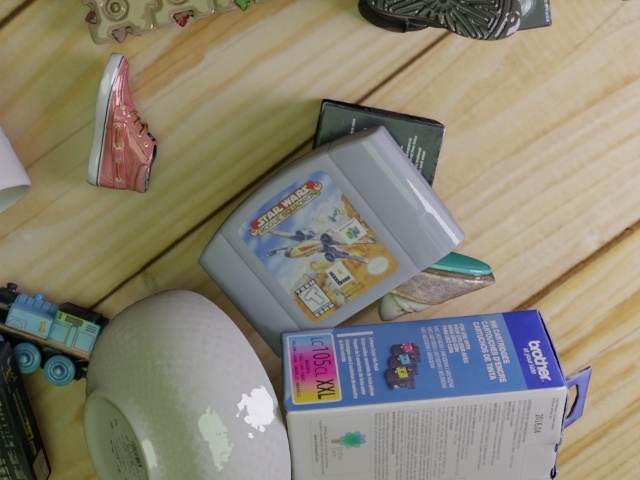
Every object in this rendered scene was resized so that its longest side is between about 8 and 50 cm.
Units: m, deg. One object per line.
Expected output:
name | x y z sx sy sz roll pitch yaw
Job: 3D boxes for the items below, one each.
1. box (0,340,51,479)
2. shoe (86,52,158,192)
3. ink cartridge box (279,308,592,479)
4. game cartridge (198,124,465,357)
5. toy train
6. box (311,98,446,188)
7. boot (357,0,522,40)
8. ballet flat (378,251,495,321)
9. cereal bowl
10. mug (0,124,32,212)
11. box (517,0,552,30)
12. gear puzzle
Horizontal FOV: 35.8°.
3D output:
box | -0.479 0.242 1.320 0.184 0.059 0.232 -3 119 9
shoe | -0.247 -0.149 1.278 0.081 0.063 0.177 12 107 -4
ink cartridge box | 0.154 0.238 1.258 0.396 0.151 0.270 -3 130 -1
game cartridge | 0.000 0.000 1.215 0.297 0.062 0.198 -35 105 23
toy train | -0.379 0.125 1.331 0.184 0.080 0.105 20 92 -2
box | 0.064 -0.091 1.270 0.158 0.093 0.155 11 102 -3
boot | 0.133 -0.271 1.172 0.190 0.208 0.076 18 92 2
ballet flat | 0.066 0.045 1.302 0.316 0.107 0.106 14 106 8
cereal bowl | -0.193 0.238 1.219 0.141 0.339 0.338 -17 105 -37
mug | -0.580 -0.128 1.200 0.374 0.276 0.328 -27 93 36
box | 0.256 -0.310 1.260 0.067 0.018 0.083 -8 102 2
gear puzzle | -0.144 -0.367 1.243 0.339 0.044 0.175 -14 100 1
